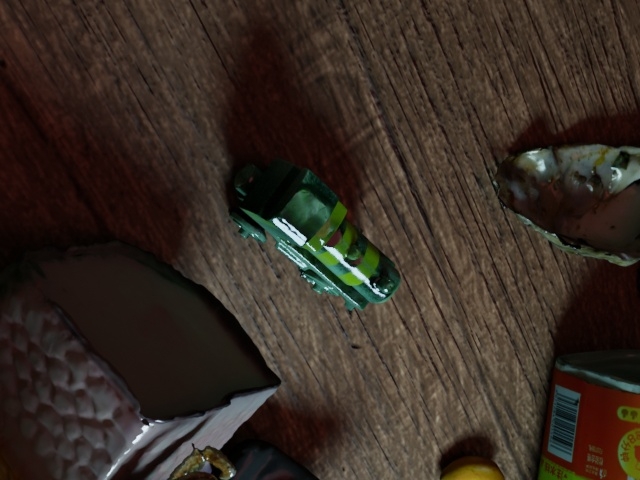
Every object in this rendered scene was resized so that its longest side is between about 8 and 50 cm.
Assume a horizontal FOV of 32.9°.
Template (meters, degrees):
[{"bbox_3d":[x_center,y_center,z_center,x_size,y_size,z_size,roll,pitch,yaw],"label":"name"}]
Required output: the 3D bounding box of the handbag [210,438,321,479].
[{"bbox_3d":[-0.063,0.355,1.126,0.223,0.080,0.247,39,81,-6],"label":"handbag"}]

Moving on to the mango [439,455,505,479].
[{"bbox_3d":[0.184,0.292,1.323,0.089,0.046,0.060,6,101,-29],"label":"mango"}]

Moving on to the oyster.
[{"bbox_3d":[0.319,-0.057,1.296,0.294,0.094,0.166,10,80,-24],"label":"oyster"}]

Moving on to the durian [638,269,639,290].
[{"bbox_3d":[0.504,0.051,1.427,0.148,0.091,0.188,-42,123,-15],"label":"durian"}]

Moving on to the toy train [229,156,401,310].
[{"bbox_3d":[0.001,-0.001,1.073,0.200,0.132,0.083,38,83,-32],"label":"toy train"}]

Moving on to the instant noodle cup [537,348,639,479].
[{"bbox_3d":[0.397,0.304,1.345,0.294,0.294,0.308,-2,98,-32],"label":"instant noodle cup"}]

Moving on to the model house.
[{"bbox_3d":[-0.207,0.152,0.970,0.237,0.202,0.237,-51,164,17],"label":"model house"}]

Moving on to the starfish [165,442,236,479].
[{"bbox_3d":[-0.162,0.241,0.883,0.210,0.053,0.150,-48,149,22],"label":"starfish"}]
